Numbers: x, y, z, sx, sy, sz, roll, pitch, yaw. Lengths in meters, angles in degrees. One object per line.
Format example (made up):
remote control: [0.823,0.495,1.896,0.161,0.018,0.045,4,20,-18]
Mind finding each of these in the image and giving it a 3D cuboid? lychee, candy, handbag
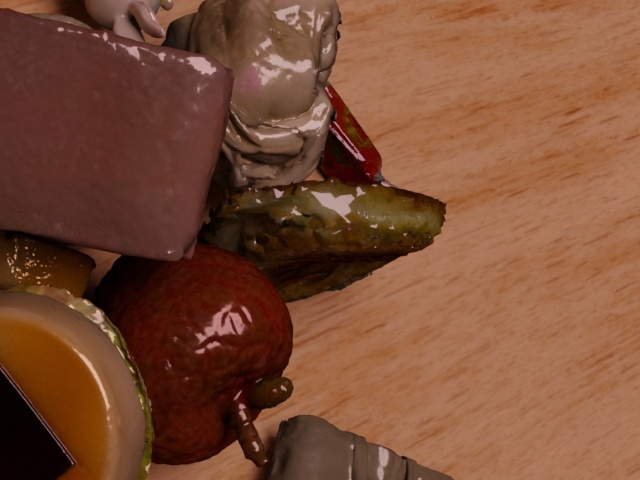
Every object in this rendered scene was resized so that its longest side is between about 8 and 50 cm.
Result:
lychee: [-0.148,0.135,1.886,0.255,0.255,0.300,-2,31,-40]
candy: [0.019,-0.139,2.243,0.292,0.086,0.059,51,46,-13]
handbag: [0.049,0.370,2.051,0.316,0.109,0.253,27,52,-28]

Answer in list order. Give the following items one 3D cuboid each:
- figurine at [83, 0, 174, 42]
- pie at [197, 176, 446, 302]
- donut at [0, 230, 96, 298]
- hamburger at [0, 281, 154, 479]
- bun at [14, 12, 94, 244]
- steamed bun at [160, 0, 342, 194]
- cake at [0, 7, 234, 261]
figurine: [-0.245,-0.314,2.045,0.235,0.127,0.155,57,3,18]
pie: [0.000,0.000,2.034,0.355,0.288,0.103,3,70,-41]
donut: [-0.343,0.038,1.830,0.178,0.162,0.065,13,74,-22]
hamburger: [-0.313,0.192,1.726,0.300,0.300,0.176,63,4,-1]
bun: [-0.299,-0.137,1.942,0.287,0.146,0.287,12,69,-35]
steamed bun: [-0.111,-0.192,2.048,0.207,0.280,0.268,11,89,-19]
cake: [-0.253,-0.112,1.748,0.309,0.237,0.230,10,95,-8]
